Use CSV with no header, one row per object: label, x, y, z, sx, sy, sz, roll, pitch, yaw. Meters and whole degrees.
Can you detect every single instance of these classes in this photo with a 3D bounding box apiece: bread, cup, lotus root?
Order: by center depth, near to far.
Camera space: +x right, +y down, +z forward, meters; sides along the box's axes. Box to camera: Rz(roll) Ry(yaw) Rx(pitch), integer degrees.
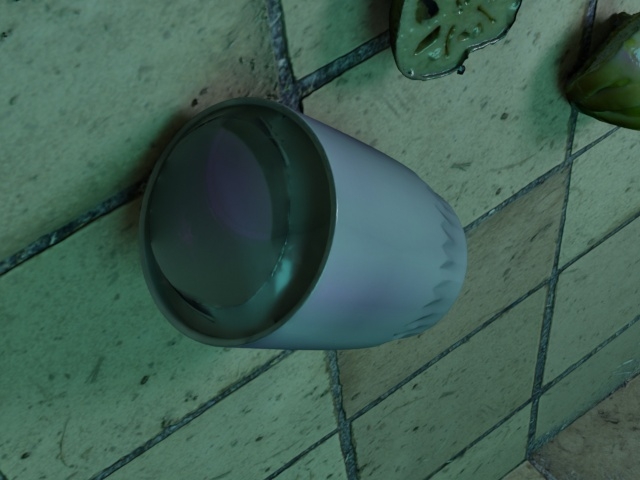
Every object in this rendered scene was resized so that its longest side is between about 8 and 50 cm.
cup,0.000,0.000,1.142,0.371,0.253,0.253,13,118,-54
lotus root,0.144,-0.282,1.142,0.183,0.078,0.204,-17,140,-29
bread,0.459,-0.228,1.470,0.158,0.156,0.260,-53,146,10
